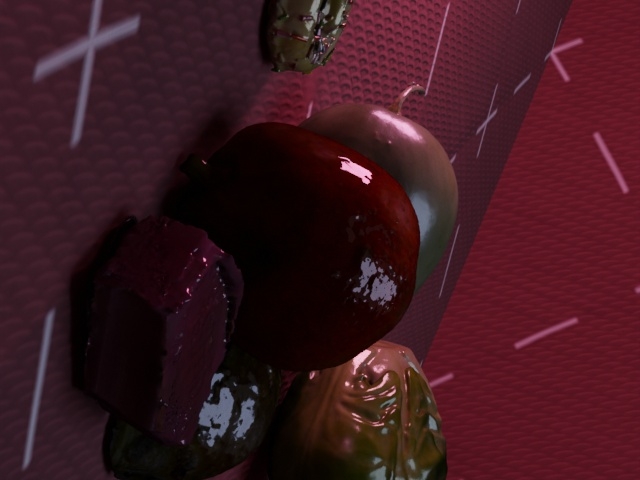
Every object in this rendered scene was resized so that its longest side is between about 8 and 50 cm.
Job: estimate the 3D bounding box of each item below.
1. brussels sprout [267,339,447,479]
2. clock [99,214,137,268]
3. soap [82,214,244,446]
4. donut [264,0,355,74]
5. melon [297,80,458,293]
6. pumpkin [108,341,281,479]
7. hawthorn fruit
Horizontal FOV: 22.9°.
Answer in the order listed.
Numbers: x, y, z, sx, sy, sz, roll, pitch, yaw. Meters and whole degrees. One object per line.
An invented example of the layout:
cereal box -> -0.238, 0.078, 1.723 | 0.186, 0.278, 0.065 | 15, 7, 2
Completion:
brussels sprout -> 0.059, 0.324, 2.555 | 0.289, 0.281, 0.355 | 15, 76, -40
clock -> -0.206, 0.013, 1.621 | 0.074, 0.010, 0.083 | 6, 104, -76
soap -> -0.170, 0.107, 1.662 | 0.182, 0.112, 0.289 | -51, 161, -44
donut -> -0.009, -0.277, 1.875 | 0.174, 0.068, 0.175 | 20, 90, -78
melon -> 0.047, -0.036, 2.041 | 0.272, 0.271, 0.308 | -39, 133, -65
pumpkin -> -0.121, 0.153, 1.878 | 0.169, 0.148, 0.312 | 102, 11, -45
hawthorn fruit -> -0.037, -0.006, 1.781 | 0.307, 0.265, 0.265 | 44, 56, -27
